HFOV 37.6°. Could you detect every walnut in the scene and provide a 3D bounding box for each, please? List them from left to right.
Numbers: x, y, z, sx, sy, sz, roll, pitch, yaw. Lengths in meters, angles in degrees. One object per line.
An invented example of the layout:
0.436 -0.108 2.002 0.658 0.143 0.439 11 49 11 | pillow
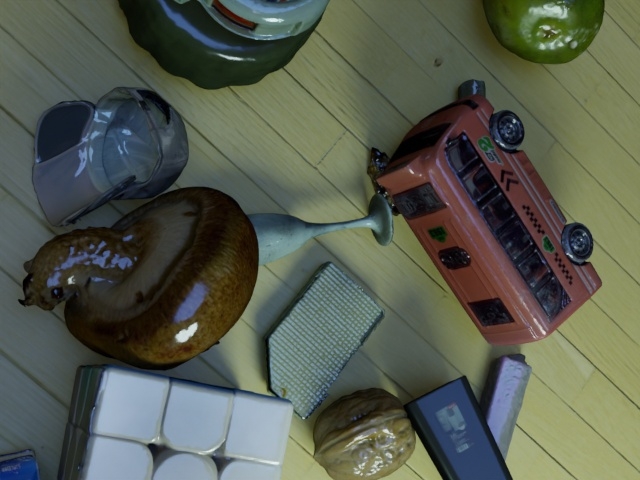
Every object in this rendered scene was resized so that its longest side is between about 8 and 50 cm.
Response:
0.070 0.339 1.622 0.184 0.155 0.156 -22 92 -17 | walnut

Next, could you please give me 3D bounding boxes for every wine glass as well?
0.000 0.000 1.575 0.309 0.264 0.096 -9 104 -20 | wine glass

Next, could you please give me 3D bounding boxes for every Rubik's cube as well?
-0.239 0.352 1.436 0.291 0.290 0.291 13 80 -19 | Rubik's cube

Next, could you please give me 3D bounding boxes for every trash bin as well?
0.244 0.364 1.639 0.115 0.165 0.226 -25 80 -5 | trash bin

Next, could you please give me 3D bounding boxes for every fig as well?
0.412 -0.491 1.836 0.233 0.233 0.314 -8 43 -20 | fig

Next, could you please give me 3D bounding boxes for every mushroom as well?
-0.264 0.051 1.432 0.259 0.345 0.345 47 70 -36 | mushroom

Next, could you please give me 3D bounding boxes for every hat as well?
-0.340 -0.124 1.525 0.275 0.161 0.232 -36 55 0 | hat

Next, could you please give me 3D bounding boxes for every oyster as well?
0.127 -0.107 1.753 0.132 0.029 0.086 37 74 -14 | oyster

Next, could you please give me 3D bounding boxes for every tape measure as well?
-0.094 -0.431 1.460 0.246 0.125 0.243 35 78 -11 | tape measure

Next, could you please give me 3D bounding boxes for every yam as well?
0.292 -0.241 1.816 0.054 0.054 0.133 2 85 -19 | yam

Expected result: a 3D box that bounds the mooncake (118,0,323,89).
-0.164 -0.442 1.602 0.356 0.194 0.357 3 82 -23 | mooncake

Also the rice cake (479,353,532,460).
0.309 0.392 1.745 0.070 0.064 0.399 20 78 -9 | rice cake

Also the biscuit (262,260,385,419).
-0.010 0.176 1.663 0.150 0.052 0.252 40 71 -7 | biscuit

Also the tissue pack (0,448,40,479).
-0.546 0.438 1.398 0.269 0.137 0.209 -5 85 -19 | tissue pack

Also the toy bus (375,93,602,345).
0.297 -0.030 1.694 0.233 0.203 0.427 -40 100 -29 | toy bus
